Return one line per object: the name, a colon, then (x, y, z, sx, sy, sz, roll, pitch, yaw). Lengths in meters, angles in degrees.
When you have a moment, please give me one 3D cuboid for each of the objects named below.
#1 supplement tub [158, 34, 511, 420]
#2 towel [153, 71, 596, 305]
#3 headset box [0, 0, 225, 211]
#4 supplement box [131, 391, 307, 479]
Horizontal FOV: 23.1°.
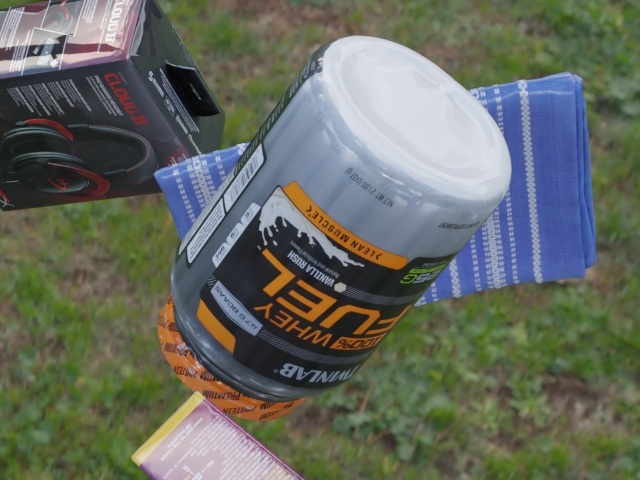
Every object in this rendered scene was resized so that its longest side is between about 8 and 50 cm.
supplement tub: (0.000, 0.000, 0.796, 0.117, 0.190, 0.117, 24, 36, -19)
towel: (0.056, -0.014, 1.271, 0.336, 0.243, 0.040, -13, 51, 1)
headset box: (-0.252, -0.148, 1.673, 0.293, 0.218, 0.110, -5, 53, 19)
supplement box: (-0.032, 0.111, 0.666, 0.043, 0.055, 0.083, -45, 47, -13)
